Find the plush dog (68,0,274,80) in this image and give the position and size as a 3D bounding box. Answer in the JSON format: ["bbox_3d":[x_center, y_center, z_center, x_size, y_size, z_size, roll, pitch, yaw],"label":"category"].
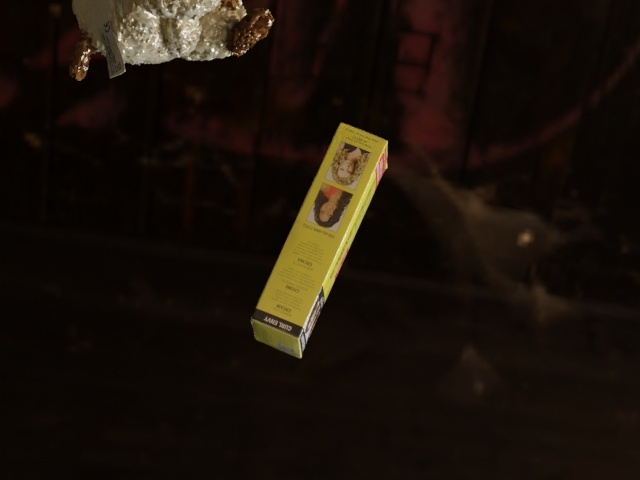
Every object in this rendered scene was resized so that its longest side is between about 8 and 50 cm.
[{"bbox_3d":[-0.186,-0.282,2.138,0.225,0.211,0.262,3,-153,-42],"label":"plush dog"}]

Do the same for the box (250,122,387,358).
[{"bbox_3d":[0.000,0.000,1.789,0.058,0.087,0.232,22,-107,8],"label":"box"}]
